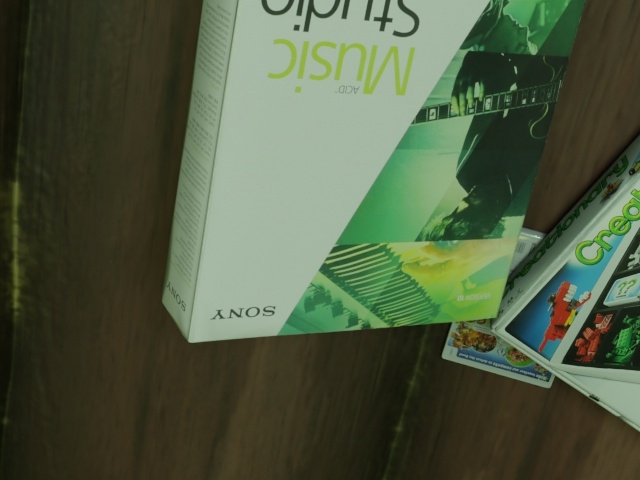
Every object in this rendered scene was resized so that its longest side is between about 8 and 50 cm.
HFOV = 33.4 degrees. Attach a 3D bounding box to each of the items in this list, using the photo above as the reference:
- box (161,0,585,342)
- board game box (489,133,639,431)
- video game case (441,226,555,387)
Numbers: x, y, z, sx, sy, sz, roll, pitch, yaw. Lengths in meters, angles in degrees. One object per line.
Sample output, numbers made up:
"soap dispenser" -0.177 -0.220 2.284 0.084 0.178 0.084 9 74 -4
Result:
"box" 0.039 -0.093 0.643 0.232 0.058 0.322 -2 119 -27
"board game box" 0.282 -0.002 0.710 0.193 0.053 0.305 34 116 -9
"video game case" 0.148 0.048 0.794 0.087 0.011 0.122 15 118 3
